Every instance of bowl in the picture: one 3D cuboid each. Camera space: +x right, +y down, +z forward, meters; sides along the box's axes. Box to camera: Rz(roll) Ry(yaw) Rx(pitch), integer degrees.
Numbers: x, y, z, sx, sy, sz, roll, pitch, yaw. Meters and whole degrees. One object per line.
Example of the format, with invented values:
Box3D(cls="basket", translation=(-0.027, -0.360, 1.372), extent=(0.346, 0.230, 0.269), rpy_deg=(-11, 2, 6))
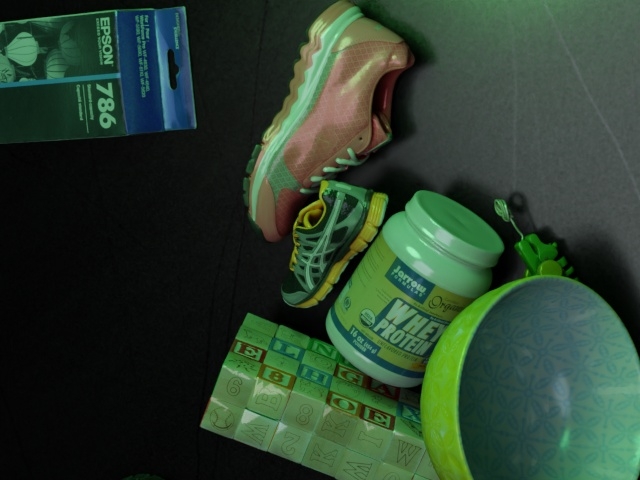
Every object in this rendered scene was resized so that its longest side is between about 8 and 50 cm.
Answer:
Box3D(cls="bowl", translation=(0.206, 0.187, 1.439), extent=(0.156, 0.289, 0.289), rpy_deg=(-11, 95, 53))

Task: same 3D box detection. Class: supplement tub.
Box3D(cls="supplement tub", translation=(0.111, 0.056, 1.540), extent=(0.144, 0.144, 0.199), rpy_deg=(37, 112, 14))

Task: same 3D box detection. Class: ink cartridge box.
Box3D(cls="ink cartridge box", translation=(-0.328, -0.215, 1.735), extent=(0.333, 0.065, 0.165), rpy_deg=(-3, 97, 23))

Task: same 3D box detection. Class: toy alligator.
Box3D(cls="toy alligator", translation=(0.264, 0.029, 1.521), extent=(0.051, 0.056, 0.189), rpy_deg=(-25, 88, -14))

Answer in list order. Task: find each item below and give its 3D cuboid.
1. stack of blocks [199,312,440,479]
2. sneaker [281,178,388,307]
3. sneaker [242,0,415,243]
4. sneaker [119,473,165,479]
Box3D(cls="stack of blocks", translation=(0.021, 0.206, 1.590), extent=(0.297, 0.171, 0.087), rpy_deg=(21, 109, 0))
Box3D(cls="sneaker", translation=(0.000, 0.000, 1.585), extent=(0.083, 0.084, 0.215), rpy_deg=(26, 131, -12))
Box3D(cls="sneaker", translation=(0.011, -0.122, 1.571), extent=(0.136, 0.116, 0.313), rpy_deg=(28, 109, 16))
Box3D(cls="sneaker", translation=(-0.207, 0.387, 1.778), extent=(0.221, 0.083, 0.087), rpy_deg=(18, 114, 24))
